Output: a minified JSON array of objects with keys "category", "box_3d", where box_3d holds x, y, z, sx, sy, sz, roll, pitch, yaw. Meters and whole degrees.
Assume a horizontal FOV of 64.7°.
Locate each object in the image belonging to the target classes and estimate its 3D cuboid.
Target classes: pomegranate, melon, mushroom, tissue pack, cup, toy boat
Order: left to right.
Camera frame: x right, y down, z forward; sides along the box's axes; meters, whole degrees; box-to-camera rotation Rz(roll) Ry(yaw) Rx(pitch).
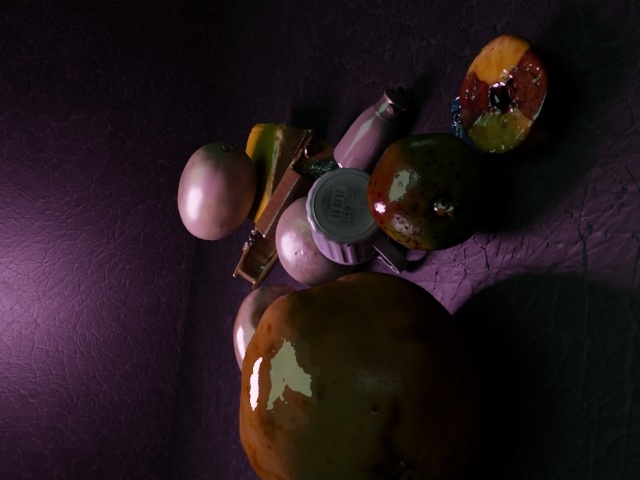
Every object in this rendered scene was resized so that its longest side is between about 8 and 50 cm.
[{"category":"melon","box_3d":[-0.306,-0.146,1.499,0.223,0.222,0.317,-111,35,-46]},{"category":"toy boat","box_3d":[-0.086,-0.071,1.333,0.446,0.135,0.162,-58,-1,13]},{"category":"mushroom","box_3d":[-0.035,0.206,1.115,0.289,0.292,0.293,-33,48,26]},{"category":"mushroom","box_3d":[0.000,0.000,1.212,0.226,0.178,0.227,18,119,37]},{"category":"pomegranate","box_3d":[0.049,0.232,0.805,0.410,0.409,0.411,-31,55,58]},{"category":"cup","box_3d":[0.080,-0.040,0.999,0.202,0.220,0.167,59,-135,-78]},{"category":"pomegranate","box_3d":[0.172,-0.101,0.839,0.198,0.198,0.246,-51,35,46]},{"category":"tissue pack","box_3d":[0.255,-0.200,0.891,0.085,0.027,0.138,-11,75,63]}]

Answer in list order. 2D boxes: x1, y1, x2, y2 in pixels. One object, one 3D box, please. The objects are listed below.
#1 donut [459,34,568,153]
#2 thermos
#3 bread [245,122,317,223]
[{"category":"donut","box_3d":[0.290,-0.213,0.765,0.166,0.073,0.184,-65,31,29]},{"category":"thermos","box_3d":[0.123,-0.248,1.111,0.193,0.105,0.137,-55,5,37]},{"category":"bread","box_3d":[-0.139,-0.197,1.577,0.333,0.143,0.324,29,109,63]}]
